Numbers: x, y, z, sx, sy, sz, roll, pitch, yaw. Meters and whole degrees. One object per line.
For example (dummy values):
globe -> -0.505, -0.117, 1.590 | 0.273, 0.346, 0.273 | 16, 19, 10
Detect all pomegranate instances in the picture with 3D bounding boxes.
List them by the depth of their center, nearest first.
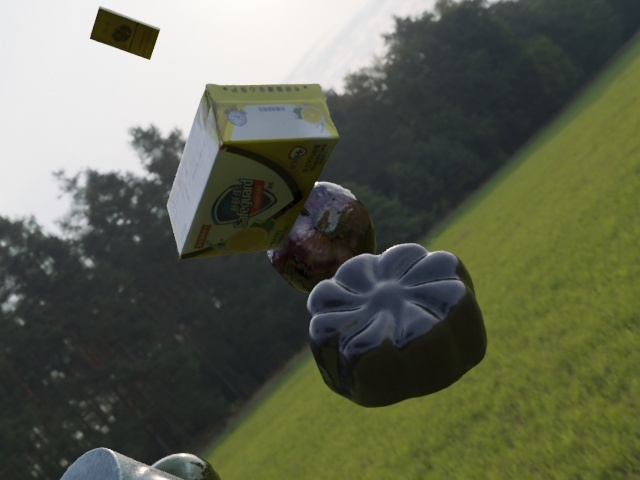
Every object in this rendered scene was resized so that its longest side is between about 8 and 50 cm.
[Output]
pomegranate -> -0.230, 0.478, 1.530 | 0.190, 0.241, 0.159 | -54, -26, -46

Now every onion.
onion -> 0.000, 0.000, 1.856 | 0.252, 0.252, 0.219 | -42, -8, -15

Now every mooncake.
mooncake -> 0.127, 0.135, 1.442 | 0.306, 0.306, 0.154 | -41, -47, -27

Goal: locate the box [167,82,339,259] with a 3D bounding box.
box -> -0.100, -0.089, 1.154 | 0.168, 0.097, 0.265 | -5, -32, -28

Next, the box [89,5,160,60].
box -> -0.479, -0.508, 2.088 | 0.023, 0.155, 0.087 | -97, 30, -54

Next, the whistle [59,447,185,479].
whistle -> -0.307, 0.454, 1.157 | 0.405, 0.168, 0.188 | -52, 34, 7
